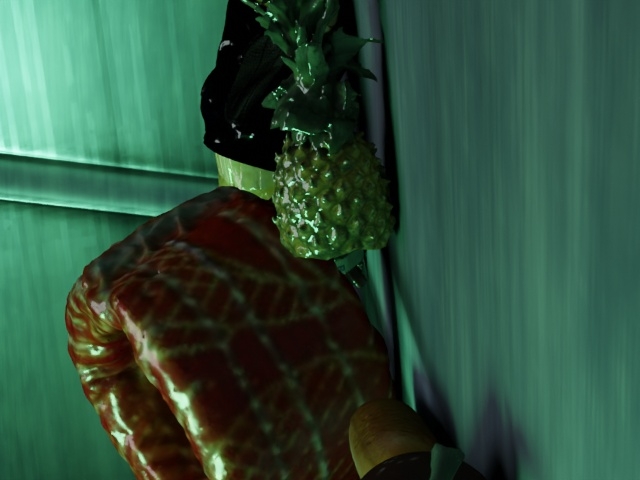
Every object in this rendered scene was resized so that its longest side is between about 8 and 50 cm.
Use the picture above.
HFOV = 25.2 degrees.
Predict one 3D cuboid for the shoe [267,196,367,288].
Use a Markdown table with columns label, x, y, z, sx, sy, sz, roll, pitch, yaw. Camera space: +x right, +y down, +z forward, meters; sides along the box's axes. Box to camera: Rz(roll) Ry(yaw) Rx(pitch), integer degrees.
| label | x | y | z | sx | sy | sz | roll | pitch | yaw |
| --- | --- | --- | --- | --- | --- | --- | --- | --- | --- |
| shoe | 0.000 | 0.000 | 1.525 | 0.125 | 0.099 | 0.227 | 64 | 158 | 7 |

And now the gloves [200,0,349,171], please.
| label | x | y | z | sx | sy | sz | roll | pitch | yaw |
| --- | --- | --- | --- | --- | --- | --- | --- | --- | --- |
| gloves | -0.047 | -0.219 | 1.467 | 0.197 | 0.152 | 0.301 | -1 | 89 | 63 |

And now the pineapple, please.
| label | x | y | z | sx | sy | sz | roll | pitch | yaw |
| --- | --- | --- | --- | --- | --- | --- | --- | --- | --- |
| pineapple | 0.003 | -0.107 | 1.269 | 0.125 | 0.125 | 0.251 | -114 | 13 | -71 |

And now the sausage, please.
| label | x | y | z | sx | sy | sz | roll | pitch | yaw |
| --- | --- | --- | --- | --- | --- | --- | --- | --- | --- |
| sausage | 0.065 | 0.181 | 1.215 | 0.197 | 0.076 | 0.076 | -122 | 26 | -80 |

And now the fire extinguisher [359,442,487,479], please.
| label | x | y | z | sx | sy | sz | roll | pitch | yaw |
| --- | --- | --- | --- | --- | --- | --- | --- | --- | --- |
| fire extinguisher | 0.065 | 0.240 | 1.023 | 0.337 | 0.114 | 0.135 | 93 | -166 | -60 |

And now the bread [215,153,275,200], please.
| label | x | y | z | sx | sy | sz | roll | pitch | yaw |
| --- | --- | --- | --- | --- | --- | --- | --- | --- | --- |
| bread | -0.063 | -0.099 | 1.812 | 0.236 | 0.140 | 0.106 | -109 | 9 | -76 |

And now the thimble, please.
| label | x | y | z | sx | sy | sz | roll | pitch | yaw |
| --- | --- | --- | --- | --- | --- | --- | --- | --- | --- |
| thimble | -0.094 | 0.134 | 1.458 | 0.350 | 0.231 | 0.350 | 41 | 149 | 31 |
